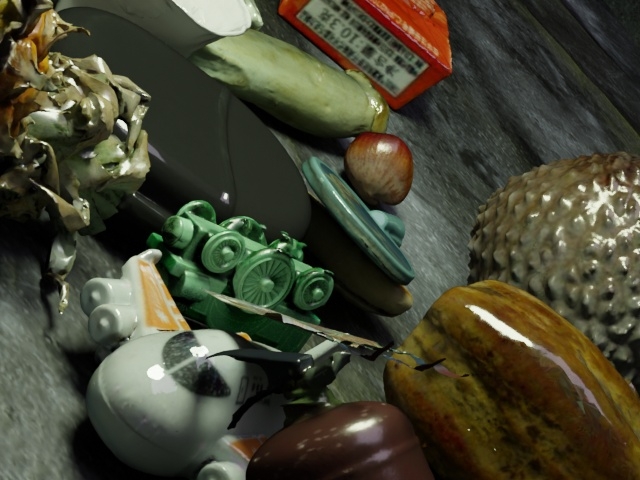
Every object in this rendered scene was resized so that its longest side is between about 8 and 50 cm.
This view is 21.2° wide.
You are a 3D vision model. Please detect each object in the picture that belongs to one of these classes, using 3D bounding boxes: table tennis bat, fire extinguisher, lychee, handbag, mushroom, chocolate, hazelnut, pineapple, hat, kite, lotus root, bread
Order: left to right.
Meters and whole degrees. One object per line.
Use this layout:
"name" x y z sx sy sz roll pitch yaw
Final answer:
"pineapple" -0.220 -0.092 1.212 0.271 0.262 0.262 38 17 -53
"hat" -0.176 -0.223 1.626 0.203 0.126 0.203 37 22 -18
"handbag" -0.136 -0.079 1.474 0.308 0.093 0.254 34 22 -26
"mushroom" -0.048 -0.176 1.852 0.312 0.081 0.100 18 21 -42
"bread" 0.000 -0.001 1.634 0.214 0.053 0.073 45 0 8
"kite" 0.010 0.064 1.141 0.127 0.016 0.229 16 -2 -27
"chocolate" 0.056 -0.303 2.248 0.237 0.108 0.235 39 20 -17
"fire extinguisher" 0.030 0.213 1.071 0.114 0.135 0.337 -17 84 -50
"table tennis bat" 0.046 -0.015 1.621 0.149 0.038 0.237 50 7 12
"hazelnut" 0.064 -0.079 1.882 0.086 0.086 0.086 38 22 -18
"lotus root" 0.193 0.171 1.497 0.291 0.193 0.193 48 21 8
"lychee" 0.294 0.043 1.792 0.300 0.300 0.300 38 22 -18

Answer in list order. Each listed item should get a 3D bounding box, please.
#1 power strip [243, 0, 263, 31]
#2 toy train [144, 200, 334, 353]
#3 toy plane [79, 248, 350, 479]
"power strip" -0.136 -0.332 1.966 0.098 0.058 0.338 58 6 -42
"toy train" -0.069 0.035 1.364 0.178 0.105 0.071 24 16 -43
"toy plane" -0.070 0.106 1.211 0.244 0.117 0.245 39 22 -19
